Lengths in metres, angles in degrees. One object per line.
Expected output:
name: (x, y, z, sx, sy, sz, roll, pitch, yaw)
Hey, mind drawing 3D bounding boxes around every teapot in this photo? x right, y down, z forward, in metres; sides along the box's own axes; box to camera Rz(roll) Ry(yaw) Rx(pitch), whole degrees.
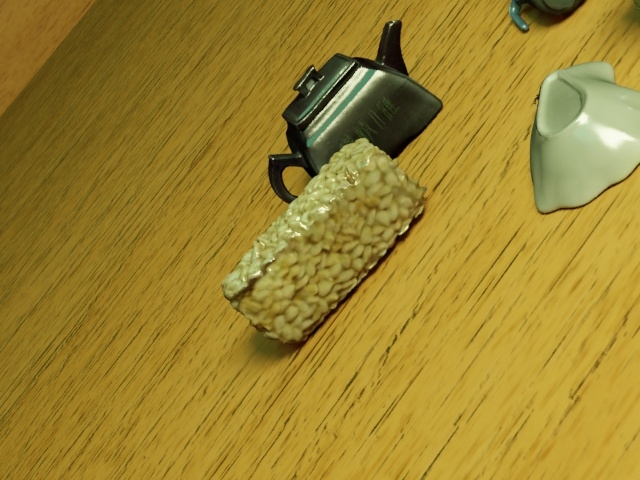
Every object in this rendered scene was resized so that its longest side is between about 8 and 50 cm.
teapot: (0.178, -0.201, 0.850, 0.049, 0.064, 0.083, -16, 25, -4)
teapot: (0.019, -0.107, 0.902, 0.177, 0.096, 0.087, -49, 26, 1)

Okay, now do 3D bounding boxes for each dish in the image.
dish: (0.165, -0.083, 0.707, 0.091, 0.039, 0.137, -34, 31, 29)

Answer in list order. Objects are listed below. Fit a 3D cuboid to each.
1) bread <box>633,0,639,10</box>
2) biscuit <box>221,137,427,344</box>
bread: (0.263, -0.194, 0.637, 0.138, 0.102, 0.196, -49, 27, 5)
biscuit: (0.000, 0.000, 0.803, 0.168, 0.082, 0.070, -49, 24, 2)
